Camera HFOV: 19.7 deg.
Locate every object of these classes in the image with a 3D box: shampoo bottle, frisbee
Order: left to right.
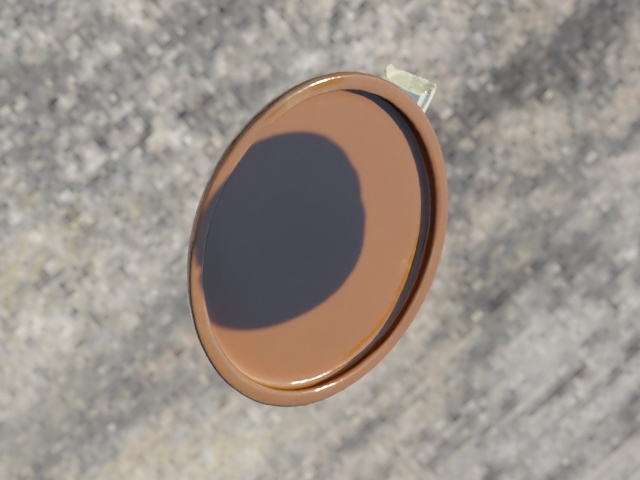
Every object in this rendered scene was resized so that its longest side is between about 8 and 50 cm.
[{"bbox_3d":[0.000,0.000,1.332,0.250,0.021,0.251,-17,115,-40],"label":"frisbee"},{"bbox_3d":[0.059,-0.090,1.657,0.034,0.049,0.141,-71,-179,-55],"label":"shampoo bottle"}]
